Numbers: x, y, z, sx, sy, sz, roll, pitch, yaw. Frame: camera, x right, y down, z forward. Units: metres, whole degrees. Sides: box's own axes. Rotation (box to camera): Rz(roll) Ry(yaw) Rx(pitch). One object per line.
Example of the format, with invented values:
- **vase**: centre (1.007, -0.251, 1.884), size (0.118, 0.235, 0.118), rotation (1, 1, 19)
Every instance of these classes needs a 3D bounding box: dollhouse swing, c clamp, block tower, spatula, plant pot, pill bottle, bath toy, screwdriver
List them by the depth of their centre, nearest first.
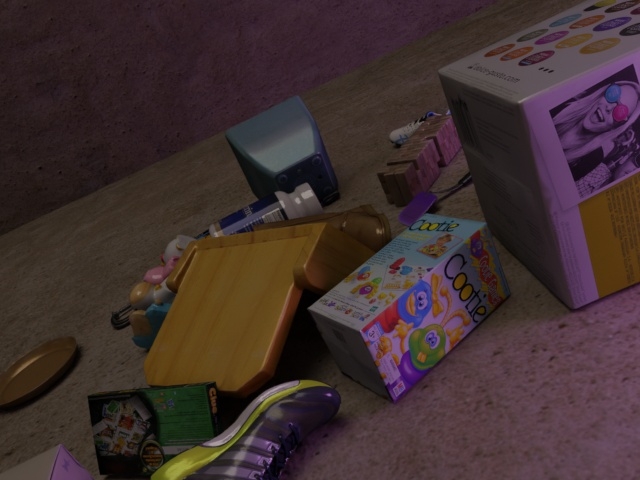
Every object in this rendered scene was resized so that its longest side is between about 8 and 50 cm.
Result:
- **dollhouse swing**: centre (-0.097, 0.151, 1.113), size (0.346, 0.315, 0.305), rotation (-7, 66, 36)
- **spatula**: centre (0.301, -0.125, 1.380), size (0.296, 0.030, 0.084), rotation (-32, 22, -13)
- **pill bottle**: centre (-0.121, -0.026, 1.447), size (0.264, 0.153, 0.153), rotation (-27, 24, -5)
- **plant pot**: centre (-0.689, 0.320, 1.452), size (0.236, 0.032, 0.236), rotation (-22, 23, 10)
- **bath toy**: centre (-0.367, 0.112, 1.459), size (0.151, 0.129, 0.348), rotation (18, 26, -10)
- **block tower**: centre (0.261, -0.213, 1.523), size (0.091, 0.097, 0.335), rotation (-3, 32, 40)
- **c clamp**: centre (-0.484, 0.171, 1.572), size (0.160, 0.022, 0.137), rotation (-39, 32, -30)
- **screwdriver**: centre (-0.019, -0.084, 1.635), size (0.170, 0.024, 0.025), rotation (-34, -5, -2)
- **plant pot**: centre (-0.087, -0.214, 1.703), size (0.247, 0.248, 0.252), rotation (-28, 40, -6)

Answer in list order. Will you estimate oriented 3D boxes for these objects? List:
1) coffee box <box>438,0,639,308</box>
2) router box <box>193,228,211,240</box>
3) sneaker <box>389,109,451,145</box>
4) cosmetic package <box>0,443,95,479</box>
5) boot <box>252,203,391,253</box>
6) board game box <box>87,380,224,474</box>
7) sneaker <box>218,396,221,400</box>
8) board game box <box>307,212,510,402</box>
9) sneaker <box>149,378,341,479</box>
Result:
- **coffee box**: centre (0.432, -0.162, 0.946), size (0.334, 0.338, 0.338), rotation (-24, 24, 3)
- **router box**: centre (-0.283, -0.005, 1.693), size (0.179, 0.046, 0.133), rotation (-34, 25, -17)
- **sneaker**: centre (0.295, -0.327, 1.730), size (0.237, 0.086, 0.085), rotation (-2, 35, 45)
- **cosmetic package**: centre (-0.468, 0.440, 0.849), size (0.296, 0.153, 0.129), rotation (-28, 26, -1)
- **boot**: centre (0.000, 0.000, 1.272), size (0.269, 0.089, 0.236), rotation (-10, 15, -7)
- **board game box**: centre (-0.263, 0.302, 0.953), size (0.259, 0.136, 0.030), rotation (-11, -6, 28)
- **sneaker**: centre (-0.187, 0.264, 1.059), size (0.135, 0.052, 0.058), rotation (-24, 47, -21)
- **board game box**: centre (0.144, 0.095, 0.950), size (0.275, 0.142, 0.144), rotation (-37, 26, -22)
- **sneaker**: centre (-0.087, 0.309, 0.823), size (0.300, 0.111, 0.121), rotation (-35, 42, -15)
